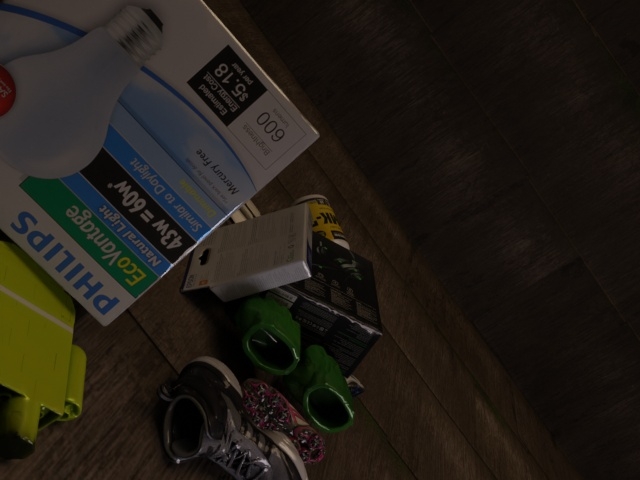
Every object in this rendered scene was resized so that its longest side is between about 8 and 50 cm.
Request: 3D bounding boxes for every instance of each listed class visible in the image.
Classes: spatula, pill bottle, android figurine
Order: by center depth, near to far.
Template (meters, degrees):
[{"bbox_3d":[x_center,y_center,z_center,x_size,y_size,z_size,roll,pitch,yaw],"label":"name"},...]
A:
[{"bbox_3d":[-0.357,0.101,0.875,0.248,0.056,0.273,41,22,-39],"label":"android figurine"},{"bbox_3d":[-0.131,-0.011,1.780,0.242,0.019,0.168,54,11,-9],"label":"spatula"},{"bbox_3d":[0.000,0.000,1.937,0.119,0.119,0.208,31,30,-55],"label":"pill bottle"}]

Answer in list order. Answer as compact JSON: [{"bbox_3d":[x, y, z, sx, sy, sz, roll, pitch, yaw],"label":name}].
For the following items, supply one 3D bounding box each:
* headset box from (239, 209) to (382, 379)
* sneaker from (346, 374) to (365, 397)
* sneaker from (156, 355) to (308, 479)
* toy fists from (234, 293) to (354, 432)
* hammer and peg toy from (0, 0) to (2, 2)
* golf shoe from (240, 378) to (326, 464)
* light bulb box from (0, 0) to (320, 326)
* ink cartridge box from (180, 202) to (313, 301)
[{"bbox_3d":[-0.022,0.095,1.558,0.246,0.131,0.283,27,26,-17],"label":"headset box"},{"bbox_3d":[0.018,0.266,1.553,0.211,0.080,0.081,34,28,-51],"label":"sneaker"},{"bbox_3d":[-0.128,0.290,1.088,0.268,0.101,0.153,52,17,6],"label":"sneaker"},{"bbox_3d":[-0.045,0.210,1.370,0.279,0.096,0.142,48,14,-18],"label":"toy fists"},{"bbox_3d":[-0.378,-0.343,1.123,0.266,0.361,0.127,42,21,-40],"label":"hammer and peg toy"},{"bbox_3d":[-0.072,0.295,1.306,0.186,0.067,0.086,50,-9,-18],"label":"golf shoe"},{"bbox_3d":[-0.259,-0.157,1.002,0.358,0.361,0.225,47,4,-17],"label":"light bulb box"},{"bbox_3d":[-0.124,0.024,1.417,0.223,0.224,0.045,-88,162,-61],"label":"ink cartridge box"}]
